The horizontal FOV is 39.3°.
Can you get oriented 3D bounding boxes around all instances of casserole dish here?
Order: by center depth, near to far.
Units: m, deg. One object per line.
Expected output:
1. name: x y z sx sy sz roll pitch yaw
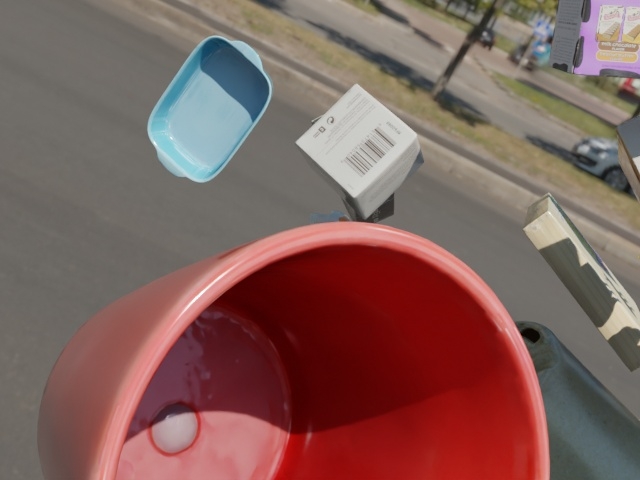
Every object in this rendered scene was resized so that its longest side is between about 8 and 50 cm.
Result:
1. casserole dish: -0.128 -0.156 1.069 0.114 0.188 0.037 43 24 6

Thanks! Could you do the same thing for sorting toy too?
1. sorting toy: 0.000 0.000 1.119 0.075 0.083 0.045 24 9 -46

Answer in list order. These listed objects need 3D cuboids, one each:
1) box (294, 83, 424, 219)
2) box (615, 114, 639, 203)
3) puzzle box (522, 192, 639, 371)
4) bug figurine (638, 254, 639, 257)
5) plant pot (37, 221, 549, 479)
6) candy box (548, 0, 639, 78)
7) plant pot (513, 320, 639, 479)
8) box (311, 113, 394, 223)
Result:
1. box: 0.046 -0.100 1.021 0.102 0.101 0.087 44 -3 21
2. box: 0.466 0.011 0.953 0.345 0.168 0.215 67 16 11
3. puzzle box: 0.449 0.052 1.519 0.272 0.052 0.409 53 16 4
4. bug figurine: 0.524 0.052 1.256 0.216 0.072 0.279 65 9 20
5. plant pot: -0.045 0.128 0.539 0.275 0.274 0.243 17 -9 -31
6. candy box: 0.308 -0.245 0.804 0.165 0.196 0.070 3 16 -7
7. plant pot: 0.307 0.294 1.252 0.305 0.334 0.334 51 8 -19
8. box: 0.060 -0.127 1.587 0.147 0.078 0.180 73 -9 -74
